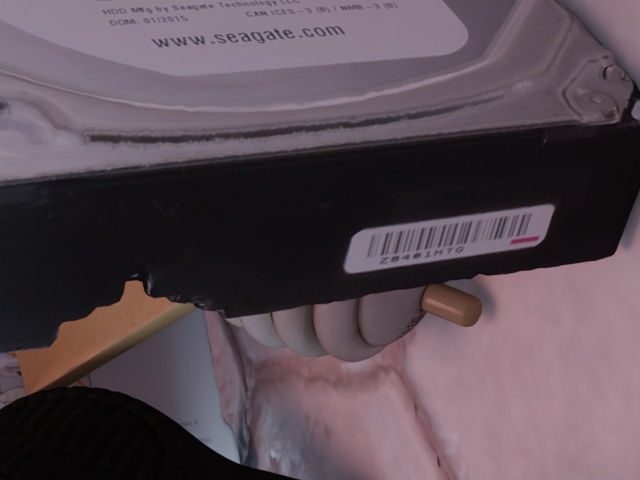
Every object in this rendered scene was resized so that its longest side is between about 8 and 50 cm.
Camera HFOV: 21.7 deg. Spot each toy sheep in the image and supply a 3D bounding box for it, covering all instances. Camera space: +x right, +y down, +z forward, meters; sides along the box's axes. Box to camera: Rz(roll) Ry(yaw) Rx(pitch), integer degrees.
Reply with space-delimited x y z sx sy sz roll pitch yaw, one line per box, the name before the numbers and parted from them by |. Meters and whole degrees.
toy sheep | 0.000 0.000 0.607 0.132 0.091 0.091 25 123 31

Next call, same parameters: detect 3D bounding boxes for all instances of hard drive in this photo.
hard drive | -0.075 -0.105 0.554 0.339 0.236 0.064 56 144 44

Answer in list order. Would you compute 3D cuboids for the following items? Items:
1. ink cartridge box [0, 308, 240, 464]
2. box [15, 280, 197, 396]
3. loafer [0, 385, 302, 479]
ink cartridge box | -0.176 0.114 0.778 0.060 0.275 0.239 118 142 -63
box | -0.082 -0.042 0.736 0.201 0.021 0.164 -31 69 34
loafer | -0.064 0.130 0.701 0.220 0.080 0.078 19 131 29
